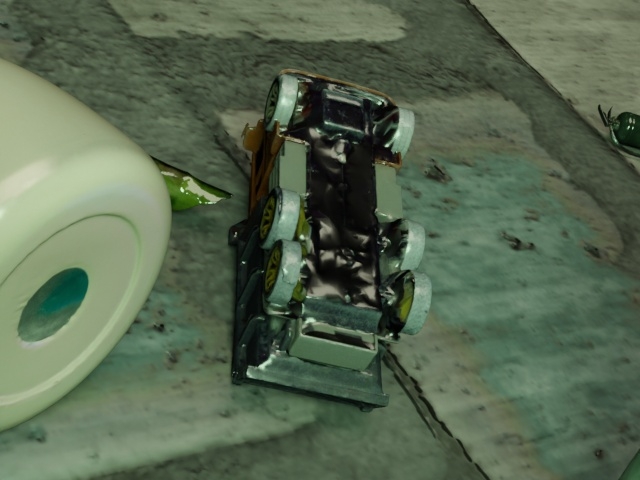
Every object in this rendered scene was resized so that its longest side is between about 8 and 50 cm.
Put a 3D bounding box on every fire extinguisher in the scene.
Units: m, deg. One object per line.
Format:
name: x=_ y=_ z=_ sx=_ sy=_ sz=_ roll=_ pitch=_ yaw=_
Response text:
fire extinguisher: x=0.247 y=-0.078 z=0.994 sx=0.083 sy=0.025 sz=0.038 roll=15 pitch=60 yaw=-14

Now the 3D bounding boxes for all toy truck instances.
toy truck: x=0.000 y=0.000 z=0.695 sx=0.083 sy=0.092 sz=0.192 roll=13 pitch=45 yaw=-15

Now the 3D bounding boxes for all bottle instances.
bottle: x=-0.195 y=-0.035 z=0.579 sx=0.236 sy=0.147 sz=0.147 roll=35 pitch=36 yaw=22

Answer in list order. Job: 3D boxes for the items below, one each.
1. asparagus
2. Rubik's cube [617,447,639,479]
asparagus: x=-0.156 y=-0.072 z=0.743 sx=0.236 sy=0.027 sz=0.034 roll=30 pitch=31 yaw=8
Rubik's cube: x=0.291 y=0.185 z=0.407 sx=0.352 sy=0.347 sz=0.351 roll=21 pitch=36 yaw=-6
